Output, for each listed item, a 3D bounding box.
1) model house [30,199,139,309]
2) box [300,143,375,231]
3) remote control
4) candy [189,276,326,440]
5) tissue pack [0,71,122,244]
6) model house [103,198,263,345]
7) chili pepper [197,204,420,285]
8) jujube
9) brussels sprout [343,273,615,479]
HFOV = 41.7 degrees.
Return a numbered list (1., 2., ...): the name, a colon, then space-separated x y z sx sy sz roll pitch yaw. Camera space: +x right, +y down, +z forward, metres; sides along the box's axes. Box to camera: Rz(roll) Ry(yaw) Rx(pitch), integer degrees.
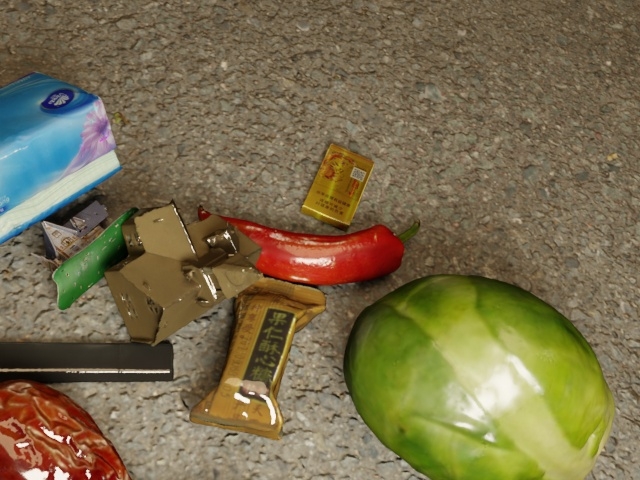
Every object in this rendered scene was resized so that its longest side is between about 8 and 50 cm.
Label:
1. model house: -0.346 0.003 1.203 0.088 0.117 0.167 35 57 14
2. box: 0.031 -0.092 1.432 0.089 0.022 0.156 23 53 -2
3. remote control: -0.324 0.165 1.152 0.245 0.025 0.063 1 52 -16
4. candy: -0.080 0.154 1.187 0.143 0.101 0.271 14 47 2
5. tissue pack: -0.453 -0.117 1.201 0.198 0.146 0.263 23 46 35
6. model house: -0.160 0.029 1.121 0.181 0.248 0.176 -34 110 -38
7. chili pepper: -0.004 0.005 1.312 0.368 0.092 0.137 4 56 -15
8. jujube: -0.330 0.274 1.005 0.236 0.168 0.168 38 53 -7
9. brussels sprout: 0.212 0.200 1.131 0.371 0.315 0.276 30 77 -1
